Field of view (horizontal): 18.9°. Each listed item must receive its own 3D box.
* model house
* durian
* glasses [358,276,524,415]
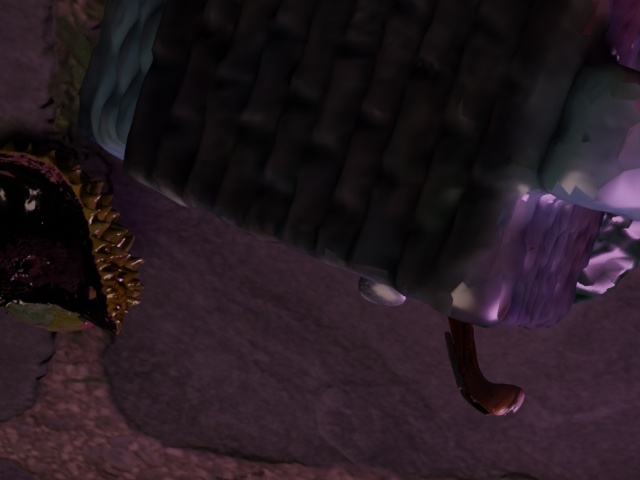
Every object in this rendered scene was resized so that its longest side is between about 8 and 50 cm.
[{"bbox_3d":[0.104,-0.144,0.769,0.297,0.339,0.360,20,93,-15],"label":"model house"},{"bbox_3d":[-0.184,0.000,1.288,0.187,0.119,0.108,7,174,24],"label":"durian"},{"bbox_3d":[0.000,0.000,1.107,0.234,0.268,0.118,41,111,-20],"label":"glasses"}]
